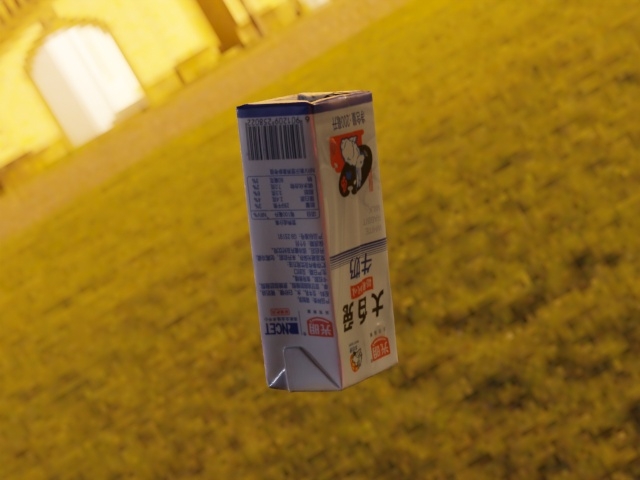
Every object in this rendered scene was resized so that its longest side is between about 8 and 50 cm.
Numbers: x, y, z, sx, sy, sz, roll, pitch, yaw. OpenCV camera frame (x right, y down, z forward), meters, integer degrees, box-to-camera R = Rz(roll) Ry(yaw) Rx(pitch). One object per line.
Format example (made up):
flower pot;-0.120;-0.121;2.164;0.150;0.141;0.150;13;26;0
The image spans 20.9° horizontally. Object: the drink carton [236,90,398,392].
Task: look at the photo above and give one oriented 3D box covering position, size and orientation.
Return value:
drink carton;0.000;0.000;1.873;0.106;0.315;0.130;-1;9;35
